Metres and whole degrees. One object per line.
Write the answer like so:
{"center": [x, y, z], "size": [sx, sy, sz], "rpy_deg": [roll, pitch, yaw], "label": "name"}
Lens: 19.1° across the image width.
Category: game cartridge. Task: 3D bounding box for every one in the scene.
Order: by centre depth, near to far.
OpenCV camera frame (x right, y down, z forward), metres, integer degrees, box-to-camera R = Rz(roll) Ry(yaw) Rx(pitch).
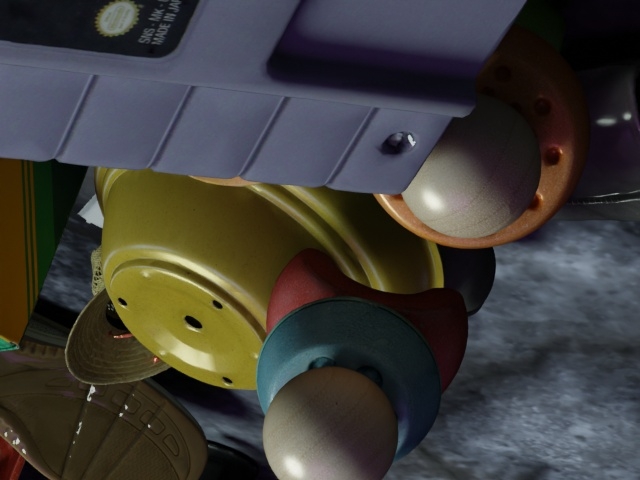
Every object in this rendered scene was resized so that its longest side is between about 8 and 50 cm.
{"center": [-0.004, -0.145, 0.594], "size": [0.230, 0.068, 0.355], "rpy_deg": [1, 142, -28], "label": "game cartridge"}

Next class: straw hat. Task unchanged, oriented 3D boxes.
{"center": [-0.120, 0.028, 1.245], "size": [0.061, 0.144, 0.144], "rpy_deg": [52, 170, 28], "label": "straw hat"}

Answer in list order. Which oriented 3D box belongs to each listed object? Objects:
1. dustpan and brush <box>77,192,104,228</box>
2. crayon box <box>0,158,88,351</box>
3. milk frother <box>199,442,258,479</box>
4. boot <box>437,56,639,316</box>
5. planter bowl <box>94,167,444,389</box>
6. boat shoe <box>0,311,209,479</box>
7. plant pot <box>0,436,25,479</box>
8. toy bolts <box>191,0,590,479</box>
{"center": [-0.022, -0.009, 1.135], "size": [0.211, 0.060, 0.147], "rpy_deg": [31, 148, -12], "label": "dustpan and brush"}
{"center": [-0.257, -0.073, 1.011], "size": [0.081, 0.165, 0.278], "rpy_deg": [-10, 144, 45], "label": "crayon box"}
{"center": [-0.143, 0.229, 1.600], "size": [0.143, 0.135, 0.129], "rpy_deg": [11, 154, 15], "label": "milk frother"}
{"center": [0.115, -0.024, 0.993], "size": [0.208, 0.076, 0.189], "rpy_deg": [-7, 145, 33], "label": "boot"}
{"center": [-0.049, 0.016, 1.023], "size": [0.217, 0.090, 0.217], "rpy_deg": [22, 146, 16], "label": "planter bowl"}
{"center": [-0.222, 0.104, 1.455], "size": [0.302, 0.109, 0.098], "rpy_deg": [26, -166, -19], "label": "boat shoe"}
{"center": [-0.443, 0.262, 1.756], "size": [0.267, 0.267, 0.236], "rpy_deg": [22, 168, -8], "label": "plant pot"}
{"center": [0.000, 0.000, 0.855], "size": [0.218, 0.158, 0.228], "rpy_deg": [11, 112, 5], "label": "toy bolts"}
